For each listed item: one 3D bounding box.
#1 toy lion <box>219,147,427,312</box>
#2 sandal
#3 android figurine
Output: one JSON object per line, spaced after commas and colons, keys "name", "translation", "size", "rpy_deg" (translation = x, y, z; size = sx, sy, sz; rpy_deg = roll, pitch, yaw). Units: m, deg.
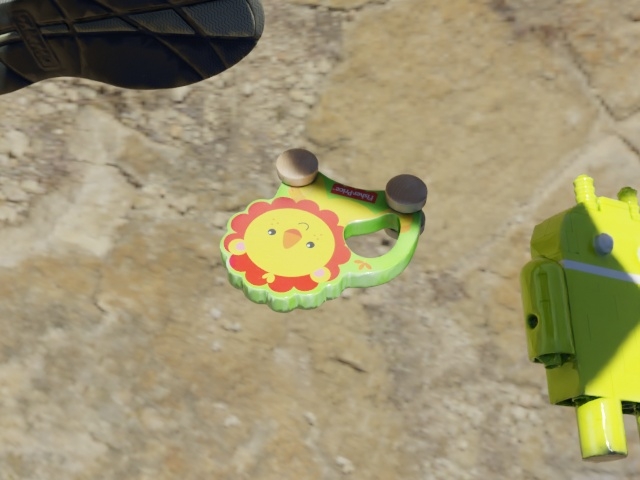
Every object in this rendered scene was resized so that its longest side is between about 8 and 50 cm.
{"name": "toy lion", "translation": [0.000, 0.000, 0.785], "size": [0.100, 0.034, 0.096], "rpy_deg": [13, 52, 10]}
{"name": "sandal", "translation": [-0.194, -0.182, 1.141], "size": [0.302, 0.086, 0.120], "rpy_deg": [-3, 139, 9]}
{"name": "android figurine", "translation": [0.278, 0.073, 1.360], "size": [0.248, 0.056, 0.273], "rpy_deg": [13, 65, -35]}
